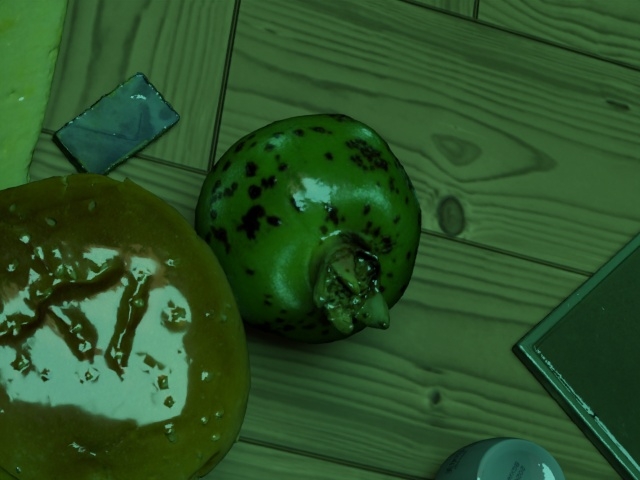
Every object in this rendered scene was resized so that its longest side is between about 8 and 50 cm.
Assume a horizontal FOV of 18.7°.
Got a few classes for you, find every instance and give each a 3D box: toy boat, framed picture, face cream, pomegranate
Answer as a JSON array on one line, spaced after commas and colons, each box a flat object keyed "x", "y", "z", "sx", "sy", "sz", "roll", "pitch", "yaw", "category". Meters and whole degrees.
[{"x": -0.190, "y": -0.106, "z": 1.814, "sx": 0.115, "sy": 0.016, "sz": 0.063, "roll": -39, "pitch": 86, "yaw": -28, "category": "toy boat"}, {"x": 0.370, "y": 0.158, "z": 1.914, "sx": 0.240, "sy": 0.020, "sz": 0.324, "roll": -40, "pitch": 87, "yaw": -29, "category": "framed picture"}, {"x": 0.161, "y": 0.236, "z": 1.755, "sx": 0.117, "sy": 0.104, "sz": 0.117, "roll": 7, "pitch": 68, "yaw": -18, "category": "face cream"}, {"x": 0.000, "y": 0.000, "z": 1.721, "sx": 0.211, "sy": 0.263, "sz": 0.211, "roll": -9, "pitch": 115, "yaw": -20, "category": "pomegranate"}]

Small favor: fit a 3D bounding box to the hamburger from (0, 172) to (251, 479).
[{"x": -0.209, "y": 0.100, "z": 1.633, "sx": 0.290, "sy": 0.170, "sz": 0.314, "roll": -22, "pitch": 79, "yaw": -13, "category": "hamburger"}]

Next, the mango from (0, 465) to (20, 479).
[{"x": -0.335, "y": 0.217, "z": 1.477, "sx": 0.365, "sy": 0.253, "sz": 0.182, "roll": 15, "pitch": 53, "yaw": 7, "category": "mango"}]

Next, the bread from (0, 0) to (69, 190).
[{"x": -0.399, "y": -0.160, "z": 1.755, "sx": 0.346, "sy": 0.242, "sz": 0.405, "roll": 2, "pitch": 101, "yaw": -24, "category": "bread"}]
